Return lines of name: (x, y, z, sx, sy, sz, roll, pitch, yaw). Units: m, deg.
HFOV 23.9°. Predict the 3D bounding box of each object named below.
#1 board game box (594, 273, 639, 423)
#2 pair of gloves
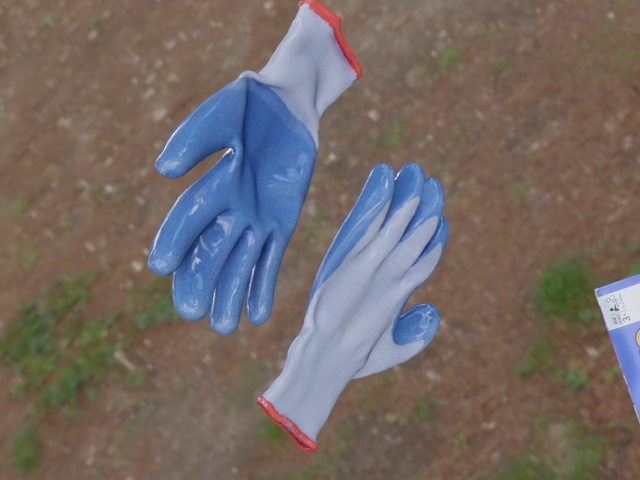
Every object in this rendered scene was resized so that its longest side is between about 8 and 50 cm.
board game box: (0.343, 0.123, 1.175, 0.078, 0.347, 0.233, -21, 82, 29)
pair of gloves: (0.000, 0.000, 0.687, 0.023, 0.198, 0.159, 6, 55, 41)
